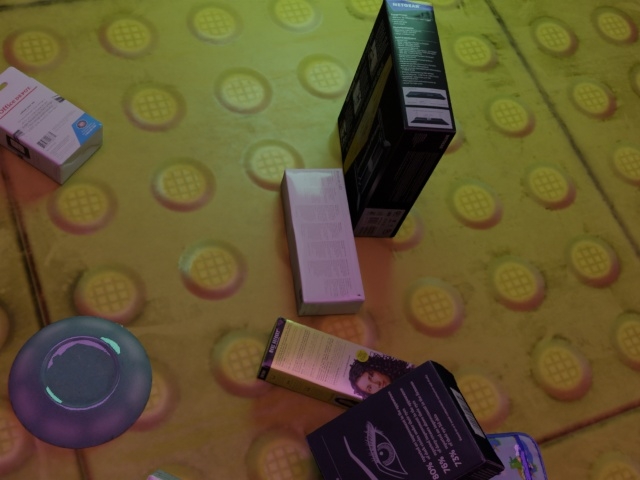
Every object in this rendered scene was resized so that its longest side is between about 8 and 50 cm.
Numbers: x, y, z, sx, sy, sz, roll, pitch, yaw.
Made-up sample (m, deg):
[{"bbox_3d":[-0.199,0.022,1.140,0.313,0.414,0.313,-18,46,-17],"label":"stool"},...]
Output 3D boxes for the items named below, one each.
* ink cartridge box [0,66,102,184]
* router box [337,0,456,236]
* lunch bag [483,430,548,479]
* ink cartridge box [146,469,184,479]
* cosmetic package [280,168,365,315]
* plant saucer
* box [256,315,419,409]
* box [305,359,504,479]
[{"bbox_3d":[-0.448,-0.183,1.309,0.180,0.060,0.104,33,60,6],"label":"ink cartridge box"},{"bbox_3d":[0.108,-0.181,1.300,0.081,0.308,0.242,2,62,-13],"label":"router box"},{"bbox_3d":[0.243,0.379,1.152,0.176,0.090,0.218,1,62,-17],"label":"lunch bag"},{"bbox_3d":[-0.187,0.349,1.038,0.092,0.143,0.089,25,76,1],"label":"ink cartridge box"},{"bbox_3d":[0.000,0.000,1.317,0.099,0.060,0.238,-2,62,-13],"label":"cosmetic package"},{"bbox_3d":[-0.331,0.187,1.146,0.195,0.037,0.194,6,60,-10],"label":"plant saucer"},{"bbox_3d":[0.030,0.195,1.218,0.232,0.058,0.087,18,59,-3],"label":"box"},{"bbox_3d":[0.110,0.281,1.095,0.207,0.108,0.153,-33,59,11],"label":"box"}]
